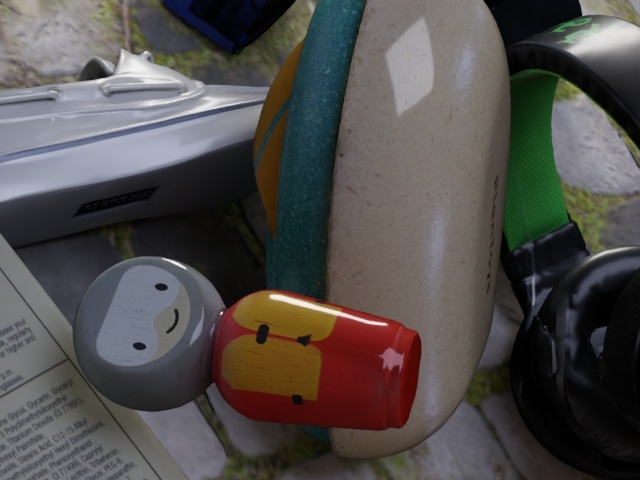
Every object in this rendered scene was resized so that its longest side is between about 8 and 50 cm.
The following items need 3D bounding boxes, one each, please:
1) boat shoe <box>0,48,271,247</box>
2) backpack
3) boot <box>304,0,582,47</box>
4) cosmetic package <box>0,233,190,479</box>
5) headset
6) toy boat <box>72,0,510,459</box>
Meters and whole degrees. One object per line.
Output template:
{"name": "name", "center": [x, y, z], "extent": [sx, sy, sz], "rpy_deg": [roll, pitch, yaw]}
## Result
{"name": "boat shoe", "center": [-0.100, -0.062, 1.031], "extent": [0.258, 0.095, 0.084], "rpy_deg": [-12, 70, -40]}
{"name": "backpack", "center": [-0.041, -0.187, 1.144], "extent": [0.101, 0.120, 0.098], "rpy_deg": [35, 46, -8]}
{"name": "boot", "center": [0.121, -0.172, 1.183], "extent": [0.246, 0.207, 0.094], "rpy_deg": [-17, 69, -41]}
{"name": "cosmetic package", "center": [-0.200, 0.072, 0.854], "extent": [0.160, 0.113, 0.309], "rpy_deg": [-29, 77, -44]}
{"name": "headset", "center": [0.175, 0.078, 1.045], "extent": [0.185, 0.243, 0.394], "rpy_deg": [-26, 93, -18]}
{"name": "toy boat", "center": [0.000, 0.000, 0.936], "extent": [0.148, 0.267, 0.318], "rpy_deg": [9, 23, 13]}
